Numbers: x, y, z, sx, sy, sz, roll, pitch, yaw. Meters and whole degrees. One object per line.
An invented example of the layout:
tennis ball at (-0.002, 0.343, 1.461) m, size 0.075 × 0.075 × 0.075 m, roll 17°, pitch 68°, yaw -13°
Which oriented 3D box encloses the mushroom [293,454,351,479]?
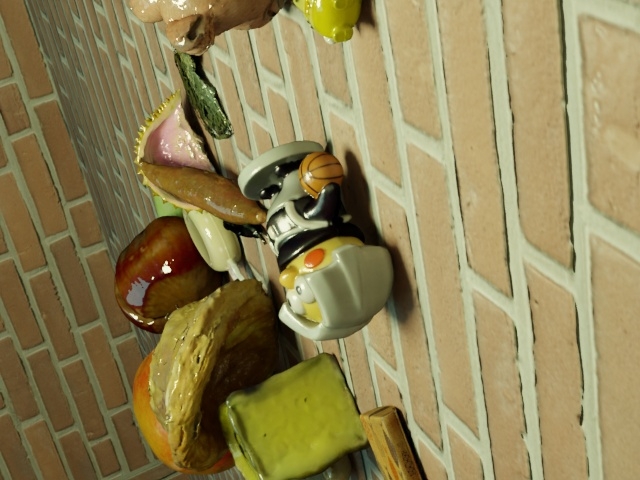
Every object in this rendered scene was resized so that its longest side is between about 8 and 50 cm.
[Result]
mushroom at (-0.026, 0.404, 1.998) m, size 0.109 × 0.097 × 0.351 m, roll 64°, pitch 160°, yaw 8°

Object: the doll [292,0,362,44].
doll at (-0.010, -0.271, 1.151) m, size 0.162 × 0.062 × 0.106 m, roll 55°, pitch 154°, yaw 39°

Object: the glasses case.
glasses case at (0.114, 0.315, 1.549) m, size 0.064 × 0.041 × 0.170 m, roll -13°, pitch 99°, yaw 61°

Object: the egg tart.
egg tart at (-0.194, 0.215, 1.882) m, size 0.150 × 0.352 × 0.352 m, roll 14°, pitch 136°, yaw 20°

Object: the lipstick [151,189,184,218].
lipstick at (-0.302, -0.089, 2.253) m, size 0.076 × 0.076 × 0.304 m, roll 51°, pitch 155°, yaw 43°

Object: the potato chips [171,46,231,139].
potato chips at (-0.204, -0.267, 1.807) m, size 0.202 × 0.029 × 0.220 m, roll 49°, pitch 157°, yaw 53°

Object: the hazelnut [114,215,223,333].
hazelnut at (-0.303, 0.063, 2.214) m, size 0.217 × 0.217 × 0.251 m, roll 59°, pitch 141°, yaw 26°

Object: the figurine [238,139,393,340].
figurine at (0.000, 0.000, 1.351) m, size 0.236 × 0.133 × 0.176 m, roll 67°, pitch 153°, yaw 18°

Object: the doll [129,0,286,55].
doll at (-0.128, -0.323, 1.334) m, size 0.156 × 0.201 × 0.303 m, roll 34°, pitch -173°, yaw -28°

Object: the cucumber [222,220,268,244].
cucumber at (-0.127, -0.020, 1.866) m, size 0.043 × 0.039 × 0.163 m, roll 51°, pitch 171°, yaw -19°

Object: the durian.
durian at (-0.251, -0.152, 1.972) m, size 0.132 × 0.165 × 0.182 m, roll -13°, pitch 134°, yaw 42°

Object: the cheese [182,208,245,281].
cheese at (-0.179, 0.018, 2.024) m, size 0.227 × 0.064 × 0.137 m, roll 57°, pitch 165°, yaw 22°

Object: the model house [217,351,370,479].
model house at (-0.051, 0.304, 1.781) m, size 0.175 × 0.193 × 0.234 m, roll 61°, pitch 162°, yaw 12°

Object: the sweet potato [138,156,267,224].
sweet potato at (-0.191, -0.087, 1.848) m, size 0.314 × 0.072 × 0.066 m, roll 27°, pitch 162°, yaw 35°

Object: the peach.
peach at (-0.227, 0.309, 2.159) m, size 0.308 × 0.289 × 0.289 m, roll 8°, pitch -121°, yaw -84°
